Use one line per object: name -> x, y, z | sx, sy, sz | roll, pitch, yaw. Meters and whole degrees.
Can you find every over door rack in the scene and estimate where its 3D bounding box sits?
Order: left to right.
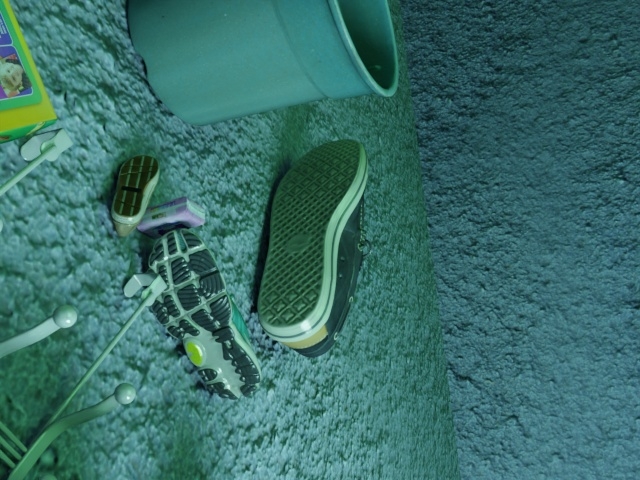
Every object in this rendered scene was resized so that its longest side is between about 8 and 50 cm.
over door rack -> -0.269, 0.053, 0.655 | 0.324, 0.108, 0.240 | -73, 145, -52

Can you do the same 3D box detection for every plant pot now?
plant pot -> -0.090, -0.344, 1.015 | 0.341, 0.333, 0.342 | -13, 90, -69

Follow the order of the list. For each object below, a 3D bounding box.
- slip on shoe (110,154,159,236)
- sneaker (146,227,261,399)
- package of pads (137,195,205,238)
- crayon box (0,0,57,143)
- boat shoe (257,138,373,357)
slip on shoe -> -0.248, -0.062, 0.868 | 0.135, 0.051, 0.041 | -92, -163, -45
sneaker -> -0.166, 0.102, 0.934 | 0.110, 0.106, 0.276 | -103, 175, -64
package of pads -> -0.205, -0.031, 0.893 | 0.050, 0.083, 0.032 | 42, 35, -61
crayon box -> -0.372, -0.215, 0.586 | 0.165, 0.081, 0.279 | -48, 122, -64
boat shoe -> 0.000, 0.000, 1.266 | 0.156, 0.186, 0.501 | 62, 31, -45
